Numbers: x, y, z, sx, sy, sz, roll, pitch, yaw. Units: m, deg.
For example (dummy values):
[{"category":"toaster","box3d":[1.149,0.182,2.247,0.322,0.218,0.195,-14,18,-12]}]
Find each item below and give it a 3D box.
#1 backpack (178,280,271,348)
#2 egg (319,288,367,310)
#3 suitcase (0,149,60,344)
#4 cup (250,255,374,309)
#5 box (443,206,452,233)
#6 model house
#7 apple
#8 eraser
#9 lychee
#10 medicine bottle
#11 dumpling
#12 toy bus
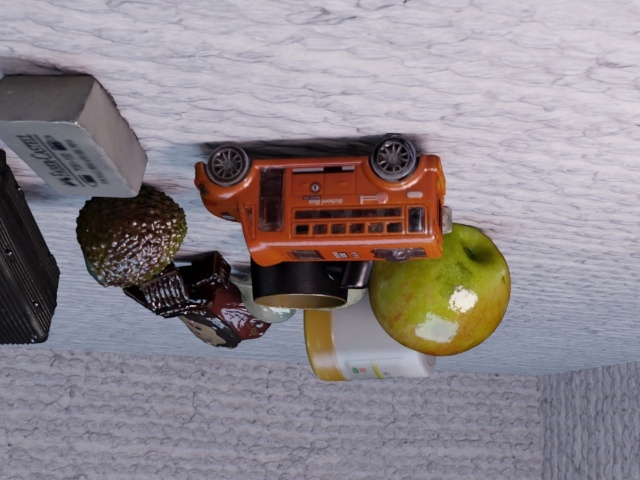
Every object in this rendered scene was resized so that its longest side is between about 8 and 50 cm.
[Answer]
[{"category":"backpack","box3d":[-0.209,0.152,2.374,0.229,0.138,0.229,10,153,5]},{"category":"egg","box3d":[-0.003,0.054,1.857,0.182,0.141,0.141,22,166,-1]},{"category":"suitcase","box3d":[-0.530,0.023,1.533,0.230,0.152,0.335,0,145,4]},{"category":"cup","box3d":[-0.017,-0.001,1.550,0.166,0.177,0.239,6,166,-20]},{"category":"box","box3d":[0.160,-0.029,1.712,0.062,0.045,0.098,13,162,-41]},{"category":"model house","box3d":[-0.279,0.070,2.091,0.203,0.141,0.164,-17,150,-19]},{"category":"apple","box3d":[0.211,0.072,1.856,0.246,0.246,0.226,5,137,-18]},{"category":"eraser","box3d":[-0.293,-0.118,1.271,0.111,0.077,0.352,0,168,2]},{"category":"lychee","box3d":[-0.282,-0.011,1.600,0.171,0.171,0.171,1,168,0]},{"category":"medicine bottle","box3d":[0.106,0.164,2.141,0.232,0.237,0.238,-3,167,17]},{"category":"dumpling","box3d":[-0.117,0.104,2.200,0.155,0.111,0.181,18,146,-21]},{"category":"toy bus","box3d":[-0.002,-0.045,1.409,0.329,0.153,0.143,0,168,10]}]
